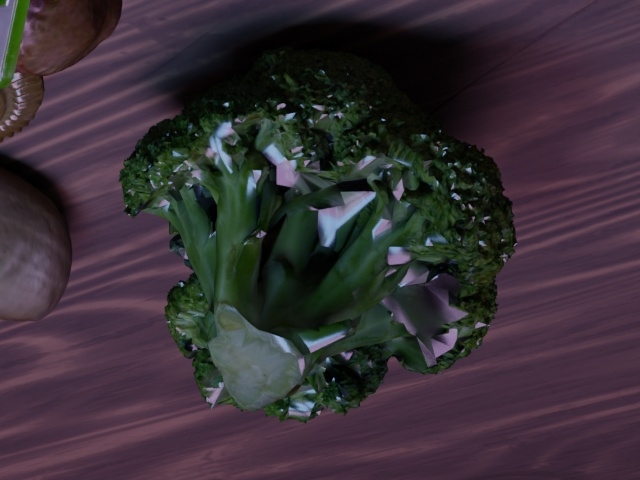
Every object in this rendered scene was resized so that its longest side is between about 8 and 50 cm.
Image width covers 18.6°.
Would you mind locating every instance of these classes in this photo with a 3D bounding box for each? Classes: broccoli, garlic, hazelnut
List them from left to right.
[{"bbox_3d":[-0.343,-0.002,2.003,0.196,0.151,0.338,17,175,35],"label":"garlic"},{"bbox_3d":[-0.234,-0.199,1.538,0.143,0.143,0.154,-7,172,17],"label":"hazelnut"},{"bbox_3d":[-0.006,-0.006,1.764,0.310,0.321,0.413,-16,171,-46],"label":"broccoli"}]

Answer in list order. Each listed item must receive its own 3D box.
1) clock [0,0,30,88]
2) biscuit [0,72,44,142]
[{"bbox_3d":[-0.352,-0.194,1.308,0.310,0.166,0.235,-13,140,-32],"label":"clock"},{"bbox_3d":[-0.365,-0.151,1.701,0.259,0.079,0.259,-1,155,0],"label":"biscuit"}]
